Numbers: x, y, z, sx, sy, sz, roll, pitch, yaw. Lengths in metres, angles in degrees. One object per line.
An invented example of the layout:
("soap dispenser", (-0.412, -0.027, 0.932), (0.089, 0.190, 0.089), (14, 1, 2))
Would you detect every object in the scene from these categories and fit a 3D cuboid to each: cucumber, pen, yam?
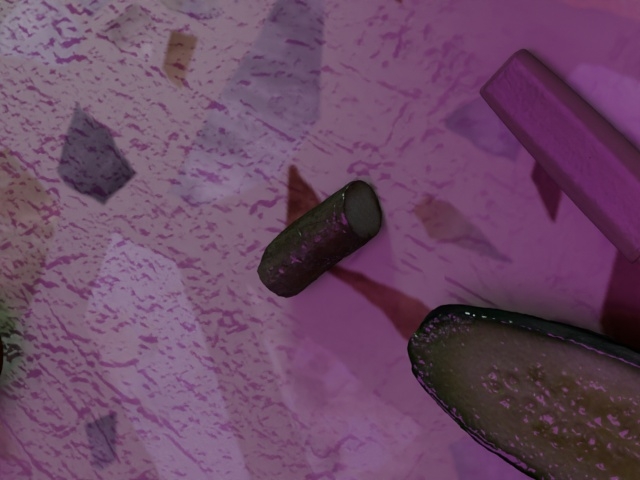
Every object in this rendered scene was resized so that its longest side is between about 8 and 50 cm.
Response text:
("cucumber", (0.173, 0.103, 0.824), (0.244, 0.063, 0.115), (27, 117, 17))
("pen", (0.181, -0.038, 0.815), (0.197, 0.032, 0.053), (49, 113, 12))
("yam", (0.000, 0.000, 0.895), (0.094, 0.043, 0.043), (-35, 84, 26))

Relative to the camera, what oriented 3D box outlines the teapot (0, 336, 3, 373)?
("teapot", (-0.309, 0.095, 1.022), (0.116, 0.116, 0.173), (-38, 56, 25))
